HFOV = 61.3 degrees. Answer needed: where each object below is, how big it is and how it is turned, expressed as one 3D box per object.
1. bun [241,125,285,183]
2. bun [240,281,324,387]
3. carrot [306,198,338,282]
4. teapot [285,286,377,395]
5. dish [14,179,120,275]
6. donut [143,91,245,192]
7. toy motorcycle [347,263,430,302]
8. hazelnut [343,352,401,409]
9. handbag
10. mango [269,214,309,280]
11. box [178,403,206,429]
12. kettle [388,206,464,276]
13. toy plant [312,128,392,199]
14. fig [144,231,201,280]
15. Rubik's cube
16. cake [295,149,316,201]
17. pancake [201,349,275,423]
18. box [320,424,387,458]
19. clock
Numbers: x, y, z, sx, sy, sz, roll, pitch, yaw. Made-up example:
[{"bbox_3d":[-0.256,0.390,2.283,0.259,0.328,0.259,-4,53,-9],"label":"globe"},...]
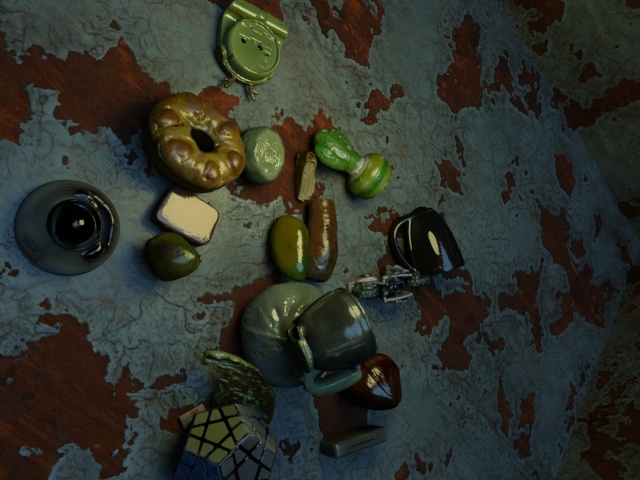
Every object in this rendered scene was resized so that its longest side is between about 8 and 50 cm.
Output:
[{"bbox_3d":[-0.209,-0.287,1.833,0.195,0.118,0.195,3,86,-59],"label":"bun"},{"bbox_3d":[-0.093,0.314,1.806,0.362,0.211,0.362,2,86,-33],"label":"bun"},{"bbox_3d":[0.000,0.000,1.952,0.138,0.138,0.302,9,80,-34],"label":"carrot"},{"bbox_3d":[0.015,0.313,1.661,0.239,0.321,0.239,-23,60,-18],"label":"teapot"},{"bbox_3d":[-0.674,-0.040,1.477,0.273,0.134,0.273,4,84,-36],"label":"dish"},{"bbox_3d":[-0.385,-0.296,1.668,0.299,0.150,0.317,-20,85,-39],"label":"donut"},{"bbox_3d":[0.256,0.169,2.110,0.327,0.188,0.143,-9,102,-21],"label":"toy motorcycle"},{"bbox_3d":[0.195,0.532,1.990,0.229,0.229,0.229,4,83,-35],"label":"hazelnut"},{"bbox_3d":[-0.421,-0.079,1.697,0.193,0.072,0.151,30,69,-27],"label":"handbag"},{"bbox_3d":[-0.109,0.025,1.872,0.137,0.091,0.237,-1,71,3],"label":"mango"},{"bbox_3d":[-0.397,0.550,1.688,0.083,0.012,0.046,-24,99,-34],"label":"box"},{"bbox_3d":[0.421,0.009,2.223,0.268,0.207,0.290,-18,87,-12],"label":"kettle"},{"bbox_3d":[0.106,-0.308,2.038,0.316,0.184,0.224,35,38,-21],"label":"toy plant"},{"bbox_3d":[-0.442,0.053,1.620,0.144,0.165,0.154,-37,142,-66],"label":"fig"},{"bbox_3d":[-0.279,0.639,1.602,0.264,0.319,0.319,-25,101,-62],"label":"Rubik's cube"},{"bbox_3d":[-0.040,-0.239,1.959,0.079,0.116,0.185,7,77,-30],"label":"cake"},{"bbox_3d":[-0.258,0.477,1.729,0.197,0.054,0.376,-23,119,2],"label":"pancake"},{"bbox_3d":[0.125,0.735,1.983,0.243,0.103,0.055,-5,84,-36],"label":"box"},{"bbox_3d":[-0.243,-0.646,1.863,0.235,0.096,0.308,17,77,-34],"label":"clock"}]
